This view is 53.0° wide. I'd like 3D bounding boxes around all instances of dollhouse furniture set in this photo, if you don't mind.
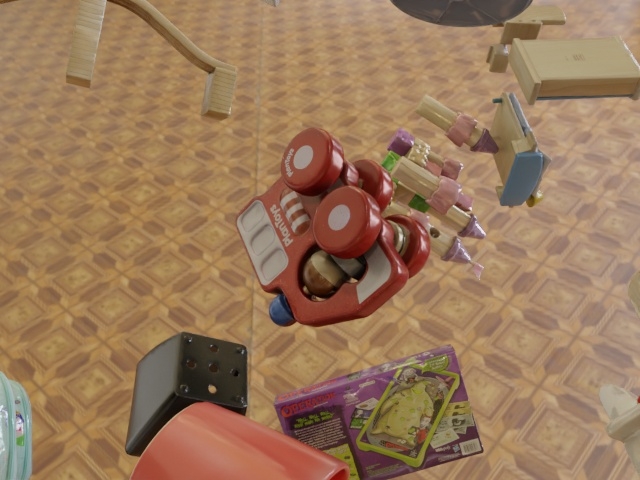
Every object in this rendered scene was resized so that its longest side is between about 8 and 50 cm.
[{"bbox_3d":[0.443,-0.257,1.262,0.198,0.303,0.287,-2,50,-4],"label":"dollhouse furniture set"}]

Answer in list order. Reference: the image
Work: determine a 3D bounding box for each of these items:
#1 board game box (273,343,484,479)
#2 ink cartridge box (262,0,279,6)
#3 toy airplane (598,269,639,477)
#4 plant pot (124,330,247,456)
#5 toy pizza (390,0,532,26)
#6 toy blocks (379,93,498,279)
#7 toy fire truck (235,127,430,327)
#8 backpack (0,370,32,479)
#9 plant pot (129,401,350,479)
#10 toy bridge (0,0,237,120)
[{"bbox_3d":[0.108,0.341,1.194,0.346,0.208,0.056,-17,13,4],"label":"board game box"},{"bbox_3d":[-0.040,-0.402,0.658,0.065,0.333,0.165,29,80,3],"label":"ink cartridge box"},{"bbox_3d":[0.634,0.227,1.007,0.272,0.387,0.384,5,-6,-14],"label":"toy airplane"},{"bbox_3d":[-0.216,0.268,1.128,0.188,0.167,0.188,18,42,-23],"label":"plant pot"},{"bbox_3d":[0.184,-0.342,0.860,0.201,0.201,0.032,8,86,16],"label":"toy pizza"},{"bbox_3d":[0.226,-0.075,1.312,0.260,0.309,0.289,30,47,-7],"label":"toy blocks"},{"bbox_3d":[0.000,0.000,0.975,0.254,0.169,0.302,-43,52,21],"label":"toy fire truck"},{"bbox_3d":[-0.495,0.272,0.845,0.253,0.191,0.225,-16,74,38],"label":"backpack"},{"bbox_3d":[-0.128,0.381,0.934,0.243,0.275,0.275,27,50,22],"label":"plant pot"},{"bbox_3d":[-0.143,-0.127,0.392,0.188,0.063,0.026,11,-2,-21],"label":"toy bridge"}]
